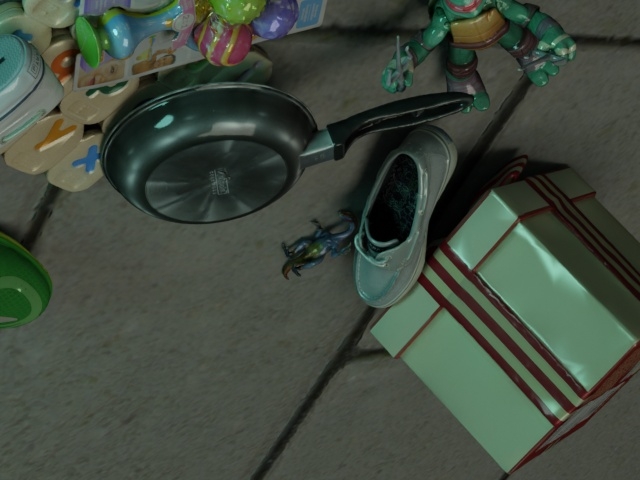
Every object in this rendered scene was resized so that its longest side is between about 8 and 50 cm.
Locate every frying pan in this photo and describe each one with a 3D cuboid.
[{"bbox_3d":[-0.038,-0.069,1.529,0.326,0.053,0.197,3,146,-23],"label":"frying pan"}]

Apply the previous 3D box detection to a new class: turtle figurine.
[{"bbox_3d":[0.148,-0.188,1.550,0.175,0.118,0.234,-5,168,15],"label":"turtle figurine"}]

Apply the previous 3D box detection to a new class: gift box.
[{"bbox_3d":[0.232,0.075,1.878,0.255,0.258,0.276,-49,165,22],"label":"gift box"}]

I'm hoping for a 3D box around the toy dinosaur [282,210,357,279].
[{"bbox_3d":[0.000,0.000,1.784,0.082,0.047,0.090,-30,-177,-21],"label":"toy dinosaur"}]

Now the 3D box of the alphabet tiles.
[{"bbox_3d":[-0.165,-0.152,1.422,0.278,0.021,0.284,-40,148,18],"label":"alphabet tiles"}]

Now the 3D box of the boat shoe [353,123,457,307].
[{"bbox_3d":[0.070,-0.016,1.742,0.081,0.079,0.227,-31,148,-48],"label":"boat shoe"}]

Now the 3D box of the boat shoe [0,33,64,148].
[{"bbox_3d":[-0.302,-0.072,1.329,0.226,0.083,0.076,-29,143,11],"label":"boat shoe"}]

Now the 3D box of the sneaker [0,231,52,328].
[{"bbox_3d":[-0.348,0.047,1.441,0.109,0.123,0.295,-46,147,21],"label":"sneaker"}]

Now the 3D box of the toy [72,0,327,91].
[{"bbox_3d":[-0.082,-0.181,1.373,0.237,0.056,0.137,-16,148,-23],"label":"toy"}]
